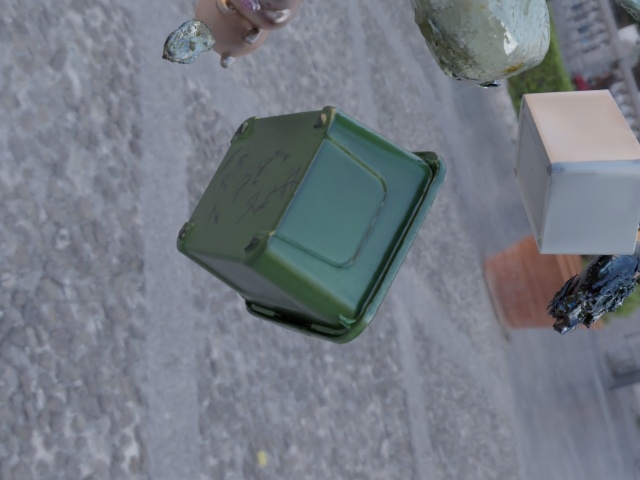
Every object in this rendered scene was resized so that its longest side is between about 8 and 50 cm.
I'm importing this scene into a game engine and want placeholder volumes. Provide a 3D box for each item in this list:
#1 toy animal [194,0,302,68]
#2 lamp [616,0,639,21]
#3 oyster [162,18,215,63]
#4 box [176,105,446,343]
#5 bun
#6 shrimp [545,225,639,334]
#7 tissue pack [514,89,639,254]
[{"bbox_3d":[-0.118,-0.425,1.771,0.166,0.250,0.154,32,45,-27],"label":"toy animal"},{"bbox_3d":[0.478,-0.391,1.363,0.106,0.193,0.106,32,7,-5],"label":"lamp"},{"bbox_3d":[-0.192,-0.280,1.432,0.083,0.019,0.054,-39,105,-24],"label":"oyster"},{"bbox_3d":[-0.030,-0.030,1.225,0.177,0.328,0.253,31,79,-23],"label":"box"},{"bbox_3d":[0.173,-0.286,1.136,0.239,0.141,0.239,15,72,-59],"label":"bun"},{"bbox_3d":[0.482,0.084,1.485,0.222,0.290,0.054,43,-27,37],"label":"shrimp"},{"bbox_3d":[0.378,-0.104,1.492,0.246,0.136,0.159,-91,180,-56],"label":"tissue pack"}]
